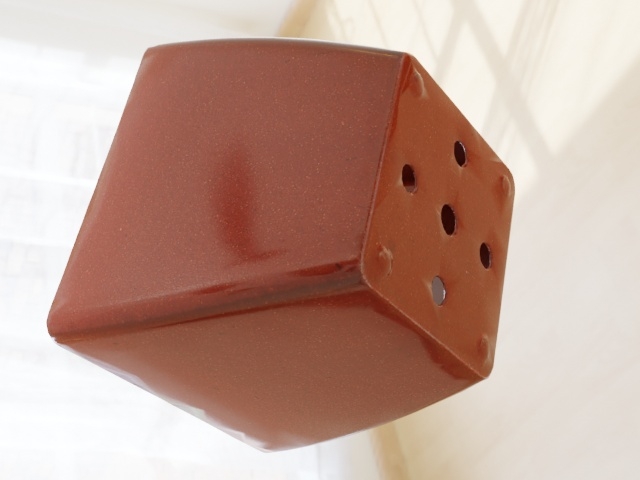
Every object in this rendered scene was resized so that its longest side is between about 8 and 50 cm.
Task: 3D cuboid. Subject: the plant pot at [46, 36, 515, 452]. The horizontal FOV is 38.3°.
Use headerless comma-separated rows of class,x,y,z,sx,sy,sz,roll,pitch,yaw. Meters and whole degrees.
plant pot,0.000,0.000,0.714,0.235,0.267,0.267,-8,57,37
